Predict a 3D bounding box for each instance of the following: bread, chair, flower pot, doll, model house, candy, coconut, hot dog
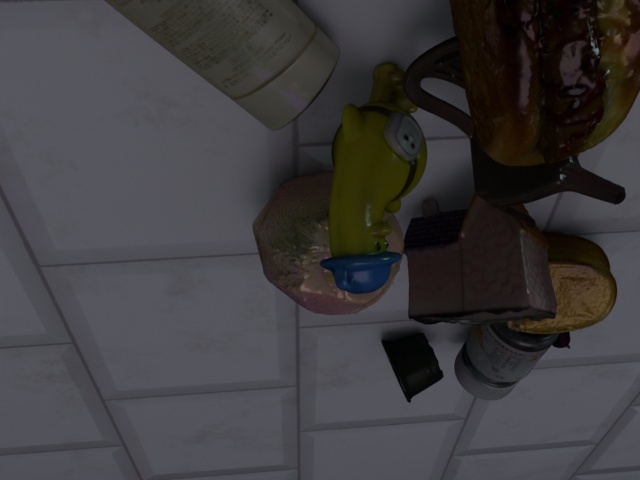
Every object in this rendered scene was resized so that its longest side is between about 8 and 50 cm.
[{"bbox_3d":[0.452,0.084,1.419,0.270,0.142,0.195,0,115,3],"label":"bread"},{"bbox_3d":[0.277,-0.148,1.018,0.326,0.183,0.176,10,159,-42],"label":"chair"},{"bbox_3d":[0.221,0.288,1.664,0.107,0.157,0.157,-23,141,-2],"label":"flower pot"},{"bbox_3d":[0.067,-0.090,1.002,0.145,0.363,0.199,-6,143,33],"label":"doll"},{"bbox_3d":[0.288,0.028,1.277,0.237,0.237,0.202,-10,167,36],"label":"model house"},{"bbox_3d":[0.578,0.225,1.713,0.043,0.045,0.175,-41,139,-11],"label":"candy"},{"bbox_3d":[0.000,0.000,1.199,0.233,0.245,0.233,-6,107,-20],"label":"coconut"},{"bbox_3d":[0.248,-0.273,0.769,0.185,0.223,0.405,-15,105,-3],"label":"hot dog"}]

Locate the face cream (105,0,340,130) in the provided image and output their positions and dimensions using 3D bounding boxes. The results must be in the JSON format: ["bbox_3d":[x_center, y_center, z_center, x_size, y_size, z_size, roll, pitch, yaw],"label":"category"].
[{"bbox_3d":[-0.122,-0.287,0.939,0.173,0.081,0.348,-31,136,28],"label":"face cream"}]

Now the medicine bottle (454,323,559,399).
[{"bbox_3d":[0.415,0.236,1.603,0.165,0.165,0.273,3,140,-11],"label":"medicine bottle"}]
